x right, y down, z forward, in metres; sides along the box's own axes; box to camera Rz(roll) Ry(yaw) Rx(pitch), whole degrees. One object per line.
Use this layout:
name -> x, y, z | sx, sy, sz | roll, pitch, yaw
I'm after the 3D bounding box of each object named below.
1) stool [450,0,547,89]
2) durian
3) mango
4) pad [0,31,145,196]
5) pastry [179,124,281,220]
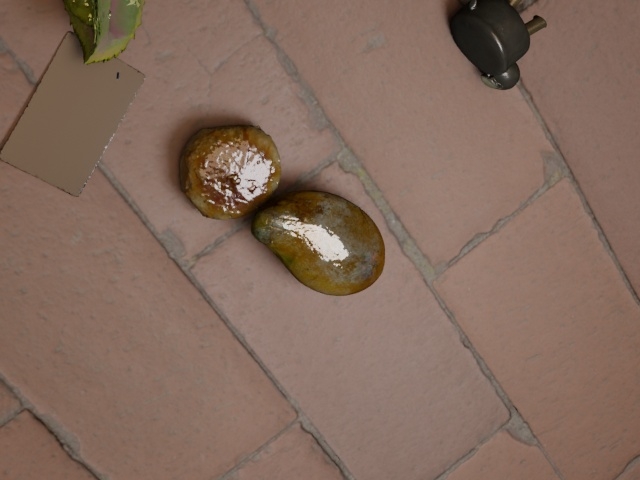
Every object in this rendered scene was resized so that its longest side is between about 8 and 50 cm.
stool -> 0.360, -0.419, 1.698 | 0.139, 0.153, 0.228 | -42, 156, -8
durian -> -0.363, -0.476, 1.396 | 0.158, 0.169, 0.351 | -5, 105, -18
mango -> 0.000, 0.000, 1.661 | 0.316, 0.146, 0.192 | 26, 86, -31
pad -> -0.452, -0.228, 1.522 | 0.159, 0.009, 0.265 | 29, 92, -24
pastry -> -0.172, -0.131, 1.601 | 0.192, 0.093, 0.182 | -8, 109, -18
